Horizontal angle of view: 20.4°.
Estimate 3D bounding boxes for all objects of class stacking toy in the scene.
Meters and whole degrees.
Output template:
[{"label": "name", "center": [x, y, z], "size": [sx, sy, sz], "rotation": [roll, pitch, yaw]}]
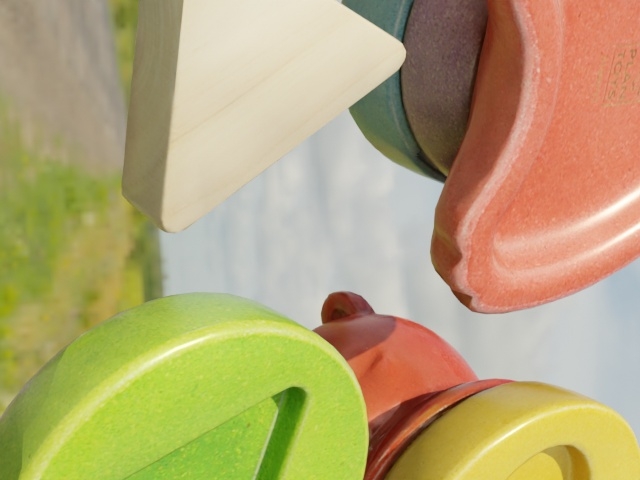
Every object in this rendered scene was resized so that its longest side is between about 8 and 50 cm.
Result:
[{"label": "stacking toy", "center": [0.000, 0.000, 0.594], "size": [0.130, 0.280, 0.308], "rotation": [37, -62, 44]}]
